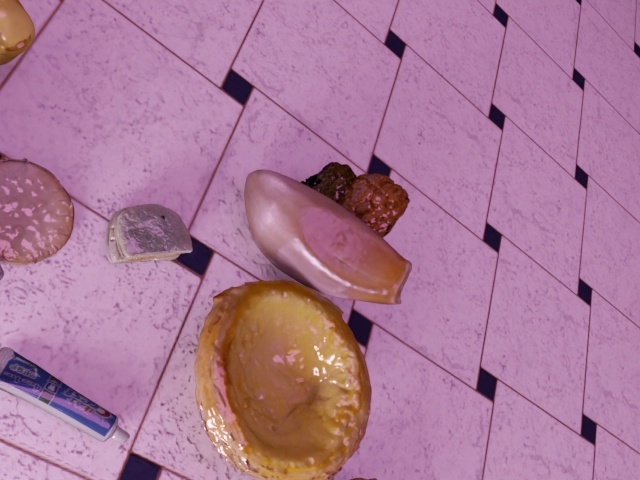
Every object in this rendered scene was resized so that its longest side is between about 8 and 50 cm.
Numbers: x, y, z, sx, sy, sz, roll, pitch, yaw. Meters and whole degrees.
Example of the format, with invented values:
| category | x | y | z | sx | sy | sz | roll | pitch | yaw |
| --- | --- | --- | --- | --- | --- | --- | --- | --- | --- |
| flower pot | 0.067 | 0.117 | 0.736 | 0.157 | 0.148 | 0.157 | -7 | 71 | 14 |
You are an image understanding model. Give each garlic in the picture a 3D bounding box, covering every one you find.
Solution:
| category | x | y | z | sx | sy | sz | roll | pitch | yaw |
| --- | --- | --- | --- | --- | --- | --- | --- | --- | --- |
| garlic | -0.006 | 0.007 | 1.158 | 0.318 | 0.143 | 0.112 | 31 | 16 | 8 |

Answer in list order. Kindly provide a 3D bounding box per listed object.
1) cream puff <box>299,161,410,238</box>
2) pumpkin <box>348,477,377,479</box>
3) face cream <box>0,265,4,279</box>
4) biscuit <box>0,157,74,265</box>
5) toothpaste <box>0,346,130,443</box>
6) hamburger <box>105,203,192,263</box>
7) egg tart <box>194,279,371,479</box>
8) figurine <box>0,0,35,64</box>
| category | x | y | z | sx | sy | sz | roll | pitch | yaw |
| --- | --- | --- | --- | --- | --- | --- | --- | --- | --- |
| cream puff | 0.037 | -0.059 | 1.255 | 0.169 | 0.183 | 0.183 | 42 | 50 | -3 |
| pumpkin | 0.038 | 0.494 | 1.078 | 0.163 | 0.111 | 0.278 | 29 | 53 | -47 |
| face cream | -0.478 | -0.080 | 0.871 | 0.314 | 0.089 | 0.143 | 65 | 10 | -1 |
| biscuit | -0.396 | -0.039 | 0.975 | 0.152 | 0.020 | 0.152 | 16 | 63 | -34 |
| toothpaste | -0.324 | 0.203 | 0.929 | 0.197 | 0.035 | 0.057 | 38 | 37 | -20 |
| hamburger | -0.252 | -0.013 | 1.065 | 0.121 | 0.054 | 0.084 | -8 | 79 | -34 |
| egg tart | -0.066 | 0.207 | 1.084 | 0.315 | 0.120 | 0.315 | 18 | 60 | -34 |
| figurine | -0.457 | -0.262 | 0.933 | 0.156 | 0.131 | 0.246 | 10 | 40 | 5 |
